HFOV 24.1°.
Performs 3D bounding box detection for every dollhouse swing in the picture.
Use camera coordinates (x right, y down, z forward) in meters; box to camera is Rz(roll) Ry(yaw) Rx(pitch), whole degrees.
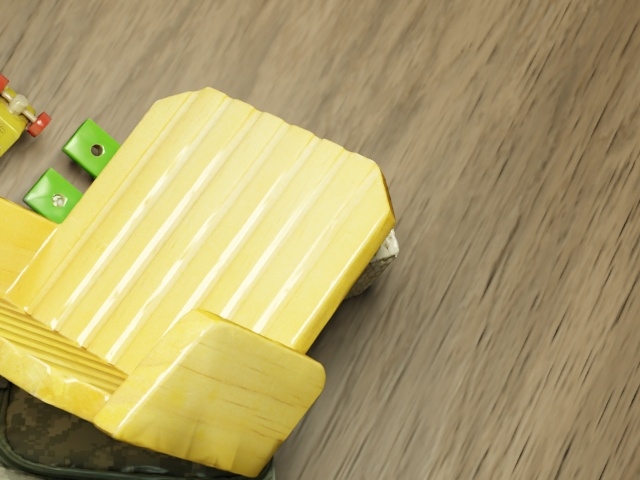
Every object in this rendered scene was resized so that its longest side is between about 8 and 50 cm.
[{"bbox_3d":[-0.156,-0.013,1.307,0.347,0.315,0.305,27,87,31],"label":"dollhouse swing"}]

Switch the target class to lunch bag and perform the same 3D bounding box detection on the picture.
[{"bbox_3d":[-0.187,0.252,1.388,0.305,0.212,0.256,7,55,-13],"label":"lunch bag"}]

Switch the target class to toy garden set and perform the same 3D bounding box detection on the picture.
[{"bbox_3d":[-0.307,-0.025,1.507,0.204,0.049,0.244,41,68,-15],"label":"toy garden set"}]

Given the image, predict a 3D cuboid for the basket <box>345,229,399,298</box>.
[{"bbox_3d":[0.000,0.000,1.516,0.103,0.167,0.113,-14,76,-19],"label":"basket"}]
